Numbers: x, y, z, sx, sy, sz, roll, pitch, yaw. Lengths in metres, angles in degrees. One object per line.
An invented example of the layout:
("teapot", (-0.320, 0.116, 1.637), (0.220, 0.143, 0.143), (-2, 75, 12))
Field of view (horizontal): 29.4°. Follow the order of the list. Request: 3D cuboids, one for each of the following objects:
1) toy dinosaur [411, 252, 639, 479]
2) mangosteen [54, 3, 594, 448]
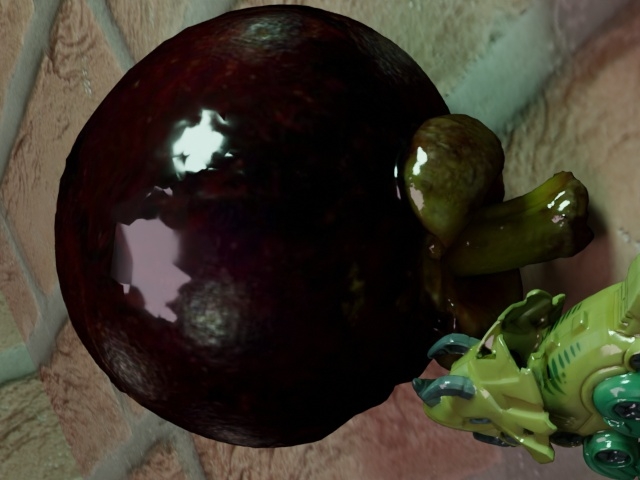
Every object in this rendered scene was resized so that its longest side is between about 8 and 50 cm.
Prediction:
("toy dinosaur", (0.165, 0.058, 0.644), (0.259, 0.153, 0.094), (-50, 24, 50))
("mangosteen", (-0.017, 0.000, 0.785), (0.293, 0.297, 0.297), (38, 145, 7))
